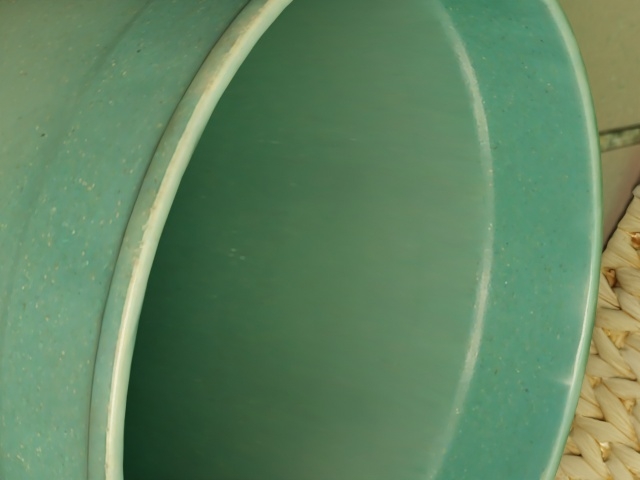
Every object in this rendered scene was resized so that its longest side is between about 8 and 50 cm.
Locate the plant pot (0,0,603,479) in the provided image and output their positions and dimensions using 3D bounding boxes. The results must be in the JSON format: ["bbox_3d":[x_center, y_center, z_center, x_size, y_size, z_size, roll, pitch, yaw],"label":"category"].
[{"bbox_3d":[-0.072,0.014,0.544,0.271,0.255,0.272,-20,115,-51],"label":"plant pot"}]

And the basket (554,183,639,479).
[{"bbox_3d":[0.306,0.166,0.832,0.328,0.331,0.266,31,97,-36],"label":"basket"}]
